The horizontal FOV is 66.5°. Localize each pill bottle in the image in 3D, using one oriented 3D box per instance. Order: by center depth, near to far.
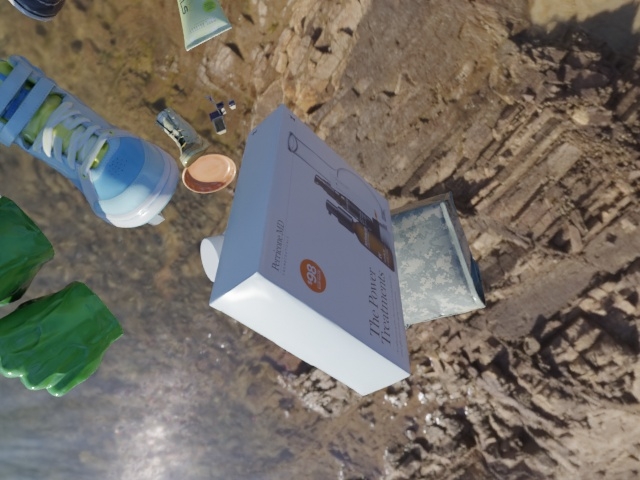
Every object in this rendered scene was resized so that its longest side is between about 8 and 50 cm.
[{"bbox_3d":[-0.154,0.021,1.102,0.209,0.119,0.119,-15,130,-33],"label":"pill bottle"}]

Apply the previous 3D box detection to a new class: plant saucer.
[{"bbox_3d":[-0.413,-0.257,1.807,0.200,0.037,0.200,-19,148,-12],"label":"plant saucer"}]

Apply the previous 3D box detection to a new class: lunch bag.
[{"bbox_3d":[0.242,0.056,1.172,0.236,0.169,0.286,-17,96,23],"label":"lunch bag"}]

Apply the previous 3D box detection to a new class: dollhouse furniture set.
[{"bbox_3d":[-0.295,-0.384,1.449,0.091,0.114,0.081,-23,146,1],"label":"dollhouse furniture set"}]

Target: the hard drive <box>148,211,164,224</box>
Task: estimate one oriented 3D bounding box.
[{"bbox_3d":[-0.633,-0.222,1.523,0.047,0.233,0.353,-34,77,2],"label":"hard drive"}]

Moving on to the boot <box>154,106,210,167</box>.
[{"bbox_3d":[-0.410,-0.303,1.418,0.077,0.213,0.165,-39,108,12],"label":"boot"}]

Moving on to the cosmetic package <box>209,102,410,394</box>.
[{"bbox_3d":[0.000,0.000,0.744,0.284,0.377,0.097,36,125,-29],"label":"cosmetic package"}]

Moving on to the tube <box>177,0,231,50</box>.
[{"bbox_3d":[-0.233,-0.464,0.901,0.062,0.240,0.070,-5,158,-35],"label":"tube"}]

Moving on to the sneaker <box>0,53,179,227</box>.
[{"bbox_3d":[-0.334,-0.133,0.629,0.127,0.319,0.208,-58,140,-8],"label":"sneaker"}]

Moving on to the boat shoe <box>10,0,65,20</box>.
[{"bbox_3d":[-0.395,-0.471,0.651,0.096,0.112,0.334,-16,83,36],"label":"boat shoe"}]

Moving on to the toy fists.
[{"bbox_3d":[-0.409,0.082,0.657,0.096,0.142,0.279,-23,106,47],"label":"toy fists"}]
